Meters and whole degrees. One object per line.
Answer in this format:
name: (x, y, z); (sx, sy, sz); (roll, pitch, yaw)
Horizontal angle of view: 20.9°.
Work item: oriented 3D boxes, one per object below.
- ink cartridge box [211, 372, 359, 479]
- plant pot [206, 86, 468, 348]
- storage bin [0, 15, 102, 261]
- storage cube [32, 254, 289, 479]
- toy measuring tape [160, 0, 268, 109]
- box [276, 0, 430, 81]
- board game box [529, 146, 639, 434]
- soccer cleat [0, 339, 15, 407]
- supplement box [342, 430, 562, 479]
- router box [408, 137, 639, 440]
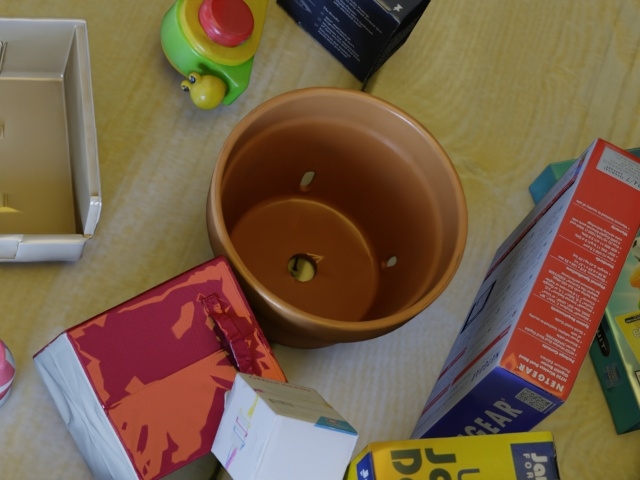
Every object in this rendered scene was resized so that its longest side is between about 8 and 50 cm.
ink cartridge box: (-0.040, 0.197, 1.728); (0.092, 0.143, 0.090); (16, 99, -24)
plant pot: (0.000, 0.000, 1.979); (0.291, 0.203, 0.290); (6, 65, -13)
storage bin: (-0.393, -0.114, 1.956); (0.262, 0.123, 0.260); (0, 64, -17)
storage cube: (-0.170, 0.151, 1.861); (0.193, 0.215, 0.183); (-26, 88, -24)
toy measuring tape: (-0.126, -0.300, 2.130); (0.121, 0.121, 0.330); (15, 57, -9)
box: (0.046, -0.307, 2.151); (0.156, 0.158, 0.093); (43, 63, 5)
board game box: (0.435, 0.047, 2.149); (0.254, 0.079, 0.336); (-11, 71, -20)
soccer cleat: (-0.482, 0.139, 1.832); (0.318, 0.116, 0.108); (-1, 67, -16)
supplement box: (0.105, 0.340, 1.774); (0.195, 0.356, 0.194); (-2, 67, -17)
router box: (0.229, 0.087, 1.933); (0.082, 0.335, 0.301); (28, 64, -2)
